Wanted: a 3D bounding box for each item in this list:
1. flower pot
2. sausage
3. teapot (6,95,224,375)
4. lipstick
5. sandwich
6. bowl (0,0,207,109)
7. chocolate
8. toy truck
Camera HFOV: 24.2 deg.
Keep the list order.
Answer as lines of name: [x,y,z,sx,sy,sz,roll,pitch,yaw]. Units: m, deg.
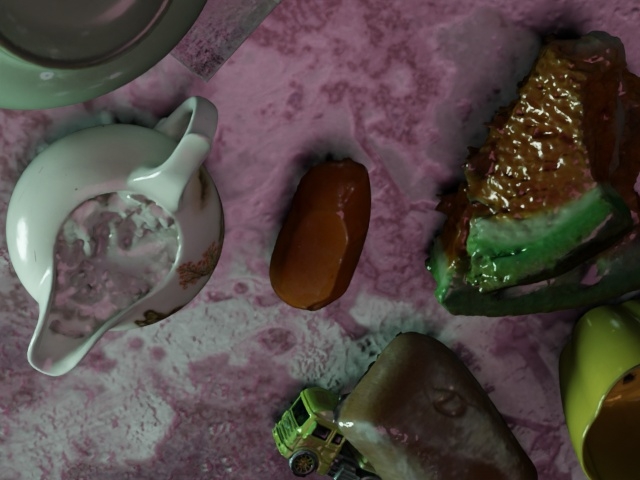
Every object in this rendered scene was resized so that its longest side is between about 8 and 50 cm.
flower pot: [0.335,0.156,1.534,0.195,0.179,0.195,-4,117,-8]
sausage: [0.000,0.000,1.465,0.089,0.089,0.179,8,122,-12]
teapot: [-0.187,-0.016,1.399,0.204,0.139,0.298,25,109,-16]
lipstick: [-0.024,-0.285,1.339,0.066,0.068,0.317,37,105,-23]
sandwich: [0.244,-0.056,1.435,0.250,0.162,0.301,-3,118,-12]
bowl: [-0.219,-0.247,1.178,0.354,0.185,0.354,-13,123,-21]
chocolate: [0.142,0.215,1.542,0.261,0.083,0.161,50,59,-25]
toy truck: [0.042,0.214,1.574,0.169,0.077,0.100,28,101,-18]
